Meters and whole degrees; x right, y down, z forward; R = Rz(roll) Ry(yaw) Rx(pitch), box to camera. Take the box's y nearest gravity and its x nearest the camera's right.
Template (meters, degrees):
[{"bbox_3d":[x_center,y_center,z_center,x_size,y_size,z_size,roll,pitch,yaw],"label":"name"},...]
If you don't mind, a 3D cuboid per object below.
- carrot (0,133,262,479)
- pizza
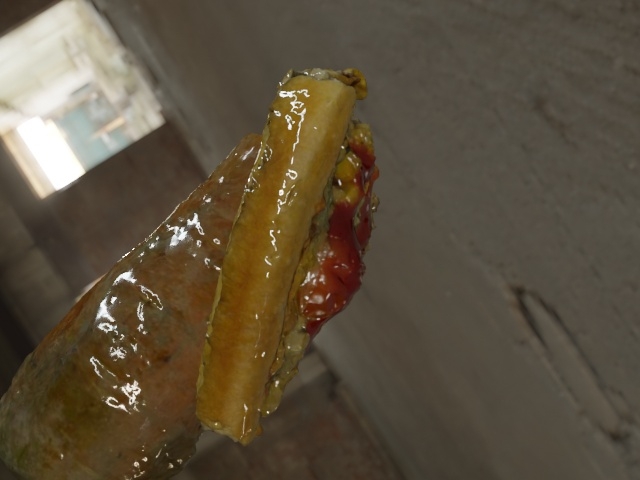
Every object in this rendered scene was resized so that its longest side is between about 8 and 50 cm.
[{"bbox_3d":[-0.109,0.060,1.006,0.139,0.302,0.139,34,172,6],"label":"carrot"},{"bbox_3d":[0.000,0.000,0.705,0.062,0.188,0.199,20,-165,8],"label":"pizza"}]
